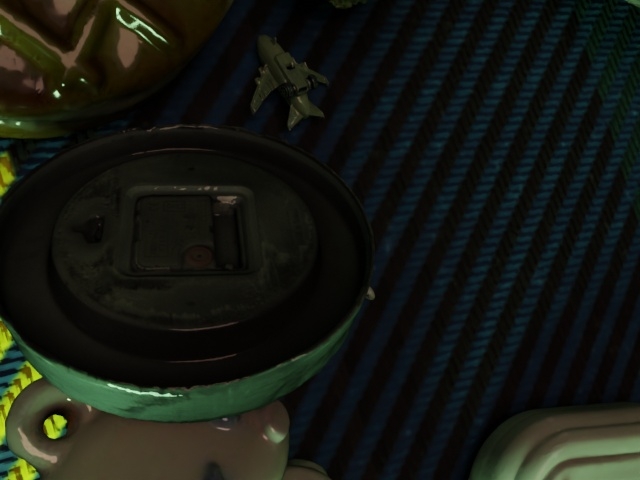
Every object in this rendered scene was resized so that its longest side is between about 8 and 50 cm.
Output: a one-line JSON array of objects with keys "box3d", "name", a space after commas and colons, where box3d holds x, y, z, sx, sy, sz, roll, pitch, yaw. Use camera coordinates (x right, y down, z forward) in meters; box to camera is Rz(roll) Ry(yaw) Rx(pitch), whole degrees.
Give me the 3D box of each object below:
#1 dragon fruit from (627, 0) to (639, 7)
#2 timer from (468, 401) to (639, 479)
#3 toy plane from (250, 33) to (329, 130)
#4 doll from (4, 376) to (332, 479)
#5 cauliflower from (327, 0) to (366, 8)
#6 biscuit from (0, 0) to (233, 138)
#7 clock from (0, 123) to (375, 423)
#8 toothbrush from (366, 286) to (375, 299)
[{"box3d": [0.365, -0.328, 0.560, 0.221, 0.204, 0.283, -5, 95, 10], "name": "dragon fruit"}, {"box3d": [0.241, 0.272, 0.490, 0.236, 0.087, 0.262, 0, 83, -18], "name": "timer"}, {"box3d": [-0.027, -0.130, 0.478, 0.080, 0.033, 0.083, -29, 93, -31], "name": "toy plane"}, {"box3d": [-0.047, 0.221, 0.346, 0.376, 0.187, 0.366, -38, 97, -19], "name": "doll"}, {"box3d": [0.072, -0.314, 0.452, 0.250, 0.275, 0.272, 19, 49, -51], "name": "cauliflower"}, {"box3d": [-0.205, -0.228, 0.379, 0.331, 0.103, 0.332, 2, 85, -25], "name": "biscuit"}, {"box3d": [-0.080, 0.006, 0.370, 0.225, 0.049, 0.226, 4, 44, -4], "name": "clock"}, {"box3d": [0.000, 0.000, 0.483, 0.131, 0.011, 0.013, 47, 59, -8], "name": "toothbrush"}]
